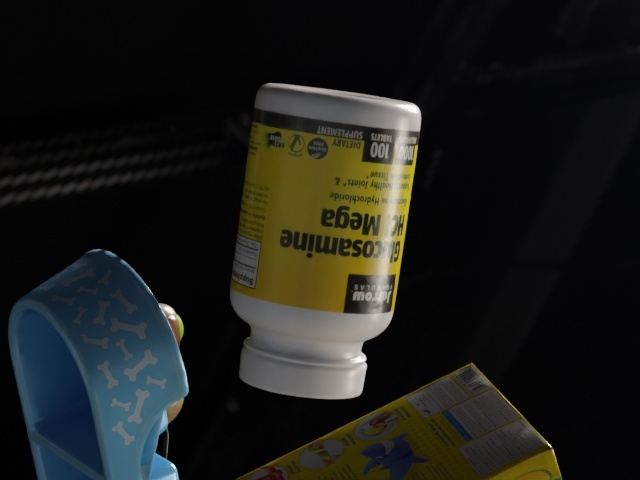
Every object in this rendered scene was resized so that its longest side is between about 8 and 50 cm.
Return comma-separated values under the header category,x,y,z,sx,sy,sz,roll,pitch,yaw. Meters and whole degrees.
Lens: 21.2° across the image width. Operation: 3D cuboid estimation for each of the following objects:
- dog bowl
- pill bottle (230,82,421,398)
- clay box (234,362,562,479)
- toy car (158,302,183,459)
category,x,y,z,sx,sy,sz,roll,pitch,yaw
dog bowl,-0.166,0.156,1.322,0.074,0.166,0.297,-21,-65,-31
pill bottle,0.000,0.000,1.909,0.188,0.188,0.333,1,-81,-43
clay box,0.038,0.176,1.156,0.222,0.127,0.053,-26,-61,-9
toy car,-0.224,0.179,2.039,0.149,0.188,0.155,-18,-9,9
